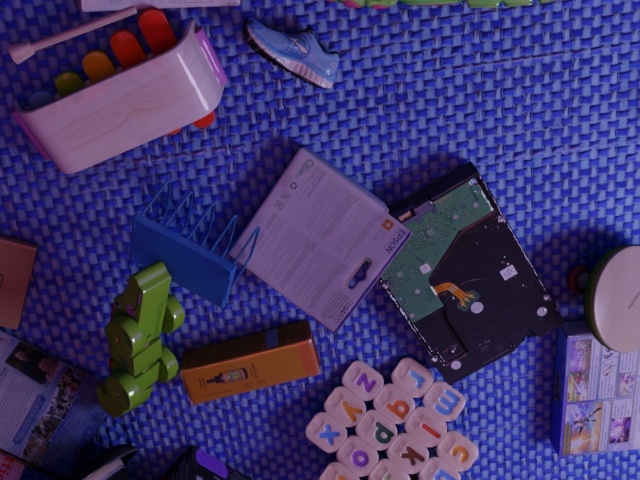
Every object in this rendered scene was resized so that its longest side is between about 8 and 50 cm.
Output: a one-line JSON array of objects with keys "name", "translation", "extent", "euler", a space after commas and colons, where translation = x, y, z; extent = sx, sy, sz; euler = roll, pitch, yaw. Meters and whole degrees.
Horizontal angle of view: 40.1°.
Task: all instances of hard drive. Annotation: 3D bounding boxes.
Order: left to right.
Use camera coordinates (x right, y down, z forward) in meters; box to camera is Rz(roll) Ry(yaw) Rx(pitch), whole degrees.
[{"name": "hard drive", "translation": [0.236, 0.063, 1.486], "extent": [0.236, 0.064, 0.339], "euler": [-31, 115, 10]}]

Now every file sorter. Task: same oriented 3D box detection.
[{"name": "file sorter", "translation": [-0.193, 0.001, 1.354], "extent": [0.170, 0.105, 0.118], "euler": [28, 144, 4]}]

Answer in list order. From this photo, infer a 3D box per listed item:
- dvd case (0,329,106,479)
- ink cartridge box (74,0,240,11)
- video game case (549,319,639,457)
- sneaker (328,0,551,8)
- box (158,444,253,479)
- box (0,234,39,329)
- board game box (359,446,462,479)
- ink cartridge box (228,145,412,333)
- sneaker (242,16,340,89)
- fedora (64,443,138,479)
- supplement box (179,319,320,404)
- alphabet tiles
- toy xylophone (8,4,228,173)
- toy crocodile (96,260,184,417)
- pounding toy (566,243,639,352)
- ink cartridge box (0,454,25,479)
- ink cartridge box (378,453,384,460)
[{"name": "dvd case", "translation": [-0.497, 0.280, 1.490], "extent": [0.253, 0.022, 0.180], "euler": [32, 73, -18]}, {"name": "ink cartridge box", "translation": [-0.233, -0.422, 1.231], "extent": [0.232, 0.066, 0.189], "euler": [-10, 118, -24]}, {"name": "video game case", "translation": [0.554, 0.265, 1.612], "extent": [0.244, 0.061, 0.270], "euler": [-5, 116, -4]}, {"name": "sneaker", "translation": [0.205, -0.429, 1.184], "extent": [0.482, 0.185, 0.202], "euler": [-4, 120, -4]}, {"name": "box", "translation": [-0.258, 0.544, 1.625], "extent": [0.165, 0.143, 0.270], "euler": [37, 108, -19]}, {"name": "box", "translation": [-0.578, 0.053, 1.430], "extent": [0.201, 0.021, 0.165], "euler": [15, 113, -13]}, {"name": "board game box", "translation": [0.148, 0.483, 1.621], "extent": [0.243, 0.042, 0.165], "euler": [-21, 114, 0]}, {"name": "ink cartridge box", "translation": [0.000, 0.000, 1.405], "extent": [0.224, 0.045, 0.223], "euler": [38, 108, 3]}, {"name": "sneaker", "translation": [-0.042, -0.291, 1.304], "extent": [0.162, 0.063, 0.073], "euler": [27, 93, -21]}, {"name": "fedora", "translation": [-0.412, 0.505, 1.492], "extent": [0.334, 0.334, 0.152], "euler": [-45, 80, 15]}, {"name": "supplement box", "translation": [-0.122, 0.211, 1.517], "extent": [0.233, 0.080, 0.078], "euler": [-14, 115, 0]}, {"name": "alphabet tiles", "translation": [0.127, 0.358, 1.564], "extent": [0.278, 0.021, 0.284], "euler": [35, 87, 5]}, {"name": "toy xylophone", "translation": [-0.302, -0.225, 1.271], "extent": [0.322, 0.081, 0.236], "euler": [-16, 129, 1]}, {"name": "toy crocodile", "translation": [-0.300, 0.166, 1.418], "extent": [0.105, 0.115, 0.341], "euler": [35, 135, 21]}, {"name": "pounding toy", "translation": [0.515, 0.083, 1.516], "extent": [0.236, 0.110, 0.183], "euler": [-24, 107, -26]}, {"name": "ink cartridge box", "translation": [-0.656, 0.387, 1.474], "extent": [0.272, 0.199, 0.114], "euler": [26, 154, -16]}, {"name": "ink cartridge box", "translation": [0.078, 0.502, 1.680], "extent": [0.104, 0.062, 0.181], "euler": [39, 106, -21]}]
